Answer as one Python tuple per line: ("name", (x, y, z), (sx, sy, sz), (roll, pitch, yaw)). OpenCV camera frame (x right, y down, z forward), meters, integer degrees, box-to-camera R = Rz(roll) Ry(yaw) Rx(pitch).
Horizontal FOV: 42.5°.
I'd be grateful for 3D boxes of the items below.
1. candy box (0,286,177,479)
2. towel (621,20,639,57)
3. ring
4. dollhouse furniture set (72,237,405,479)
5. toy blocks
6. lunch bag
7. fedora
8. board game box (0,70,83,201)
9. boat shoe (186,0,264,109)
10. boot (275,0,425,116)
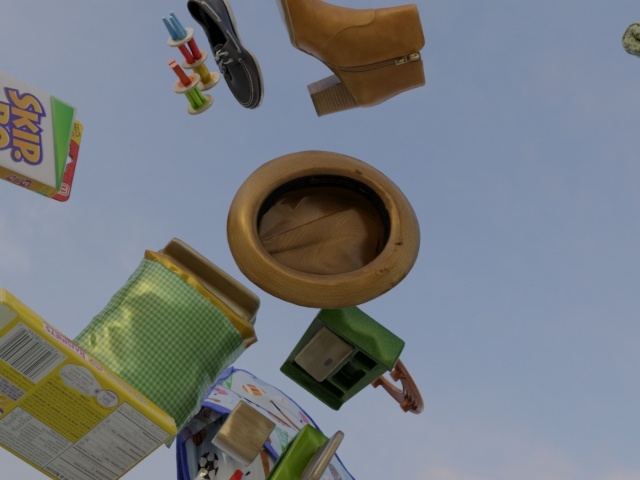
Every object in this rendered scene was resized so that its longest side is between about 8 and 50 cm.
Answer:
("candy box", (-0.225, 0.135, 0.684), (0.105, 0.027, 0.206), (-37, -56, 5))
("towel", (0.295, -0.131, 0.579), (0.110, 0.148, 0.027), (-4, -65, -13))
("ring", (0.094, 0.228, 1.703), (0.336, 0.032, 0.336), (50, -12, 15))
("dollhouse furniture set", (-0.100, 0.121, 0.884), (0.301, 0.197, 0.151), (36, -35, 0))
("toy blocks", (-0.236, -0.311, 1.431), (0.054, 0.123, 0.148), (-13, -47, 20))
("lunch bag", (-0.110, 0.429, 1.518), (0.239, 0.328, 0.385), (-33, -90, 6))
("fedora", (0.000, 0.000, 0.825), (0.194, 0.194, 0.079), (21, -34, 2))
("board game box", (-0.394, -0.145, 0.957), (0.039, 0.124, 0.259), (-21, -34, 39))
("boat shoe", (-0.159, -0.305, 1.339), (0.075, 0.065, 0.206), (-23, -90, 41))
("boot", (0.052, -0.350, 1.324), (0.211, 0.104, 0.295), (-21, -54, 2))
